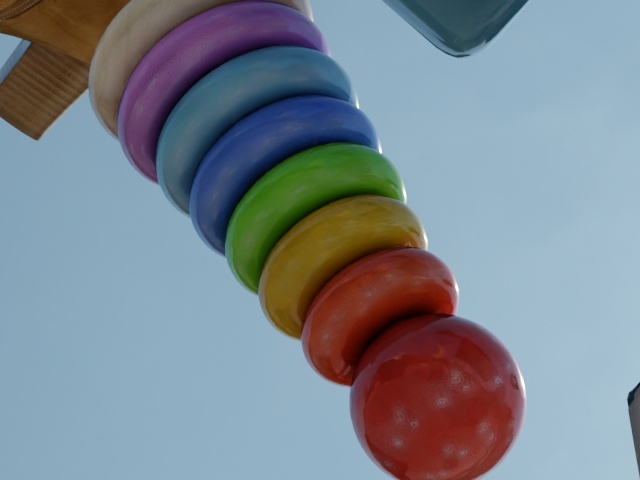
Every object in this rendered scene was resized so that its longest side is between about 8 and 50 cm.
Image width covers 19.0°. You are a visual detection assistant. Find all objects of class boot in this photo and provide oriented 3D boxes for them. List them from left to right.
[{"bbox_3d":[-0.240,-0.229,1.349,0.295,0.104,0.211,36,-87,-23],"label":"boot"}]

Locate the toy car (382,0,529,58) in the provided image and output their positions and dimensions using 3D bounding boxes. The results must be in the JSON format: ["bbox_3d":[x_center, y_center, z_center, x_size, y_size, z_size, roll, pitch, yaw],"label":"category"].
[{"bbox_3d":[0.030,-0.197,0.550,0.219,0.238,0.210,41,-73,1],"label":"toy car"}]

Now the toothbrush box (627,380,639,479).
[{"bbox_3d":[0.280,0.131,0.678,0.295,0.216,0.126,7,-34,-15],"label":"toothbrush box"}]

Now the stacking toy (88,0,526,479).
[{"bbox_3d":[0.000,0.000,1.033,0.141,0.330,0.141,-23,-33,-16],"label":"stacking toy"}]
